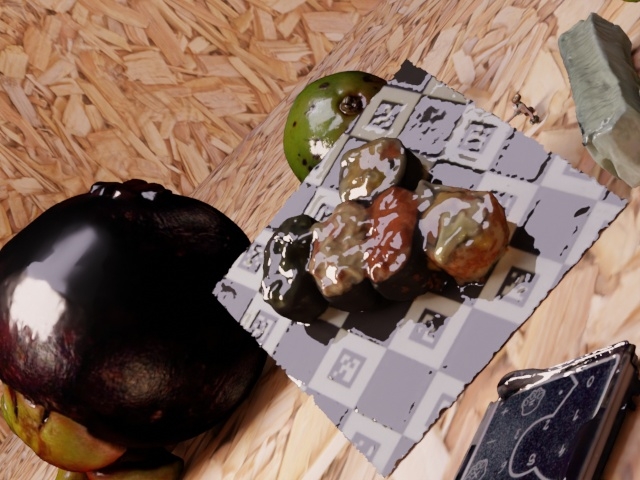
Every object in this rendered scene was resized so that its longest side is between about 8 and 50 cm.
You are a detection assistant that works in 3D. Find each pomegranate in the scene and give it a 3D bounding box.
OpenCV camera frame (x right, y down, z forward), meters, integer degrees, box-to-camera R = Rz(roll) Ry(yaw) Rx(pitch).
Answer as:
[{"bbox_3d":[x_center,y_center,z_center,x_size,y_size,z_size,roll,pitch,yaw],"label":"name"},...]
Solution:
[{"bbox_3d":[0.047,-0.124,1.636,0.202,0.202,0.248,-53,-18,-17],"label":"pomegranate"}]

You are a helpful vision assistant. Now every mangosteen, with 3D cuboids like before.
[{"bbox_3d":[-0.243,0.142,1.517,0.382,0.382,0.435,-130,42,-78],"label":"mangosteen"}]

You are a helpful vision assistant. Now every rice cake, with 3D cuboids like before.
[{"bbox_3d":[0.270,-0.139,1.116,0.063,0.066,0.336,-43,14,24],"label":"rice cake"}]

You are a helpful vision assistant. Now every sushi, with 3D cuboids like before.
[{"bbox_3d":[0.051,-0.007,1.092,0.320,0.069,0.339,-49,43,2],"label":"sushi"}]

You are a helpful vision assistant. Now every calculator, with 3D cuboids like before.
[{"bbox_3d":[0.113,0.185,0.771,0.166,0.028,0.274,-32,21,55],"label":"calculator"}]

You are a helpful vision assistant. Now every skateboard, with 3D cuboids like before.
[{"bbox_3d":[0.213,-0.124,1.368,0.083,0.032,0.064,-44,23,13],"label":"skateboard"}]

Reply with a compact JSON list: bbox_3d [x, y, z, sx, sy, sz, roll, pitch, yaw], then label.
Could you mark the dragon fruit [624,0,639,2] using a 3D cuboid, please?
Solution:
[{"bbox_3d":[0.372,-0.348,1.165,0.200,0.198,0.269,-61,-1,-5],"label":"dragon fruit"}]
